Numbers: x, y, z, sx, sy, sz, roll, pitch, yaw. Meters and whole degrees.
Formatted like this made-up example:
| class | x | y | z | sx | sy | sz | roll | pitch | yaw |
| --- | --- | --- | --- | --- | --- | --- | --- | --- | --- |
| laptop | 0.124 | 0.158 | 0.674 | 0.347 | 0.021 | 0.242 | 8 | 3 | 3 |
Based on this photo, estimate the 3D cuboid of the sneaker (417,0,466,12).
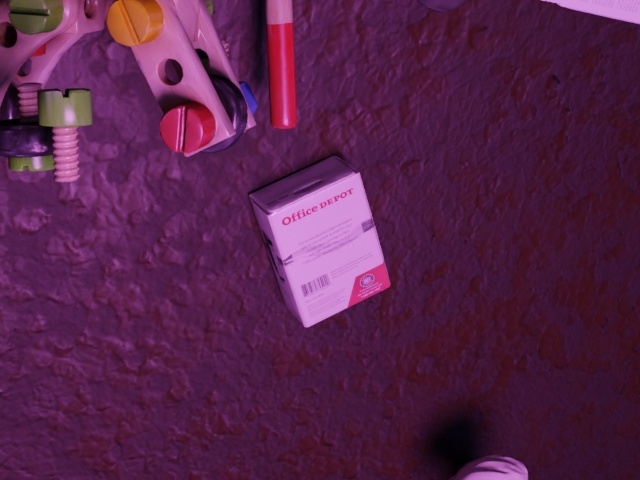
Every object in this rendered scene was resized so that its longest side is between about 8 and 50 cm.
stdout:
| class | x | y | z | sx | sy | sz | roll | pitch | yaw |
| --- | --- | --- | --- | --- | --- | --- | --- | --- | --- |
| sneaker | 0.149 | -0.334 | 1.047 | 0.109 | 0.130 | 0.286 | 6 | 111 | -30 |

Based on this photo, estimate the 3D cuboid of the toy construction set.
| class | x | y | z | sx | sy | sz | roll | pitch | yaw |
| --- | --- | --- | --- | --- | --- | --- | --- | --- | --- |
| toy construction set | -0.147 | -0.191 | 0.938 | 0.309 | 0.257 | 0.237 | -12 | 106 | -44 |

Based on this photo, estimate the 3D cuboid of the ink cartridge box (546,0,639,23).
| class | x | y | z | sx | sy | sz | roll | pitch | yaw |
| --- | --- | --- | --- | --- | --- | --- | --- | --- | --- |
| ink cartridge box | 0.280 | -0.316 | 1.172 | 0.232 | 0.066 | 0.189 | 8 | 109 | -17 |

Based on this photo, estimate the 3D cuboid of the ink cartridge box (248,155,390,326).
| class | x | y | z | sx | sy | sz | roll | pitch | yaw |
| --- | --- | --- | --- | --- | --- | --- | --- | --- | --- |
| ink cartridge box | 0.000 | 0.000 | 1.170 | 0.099 | 0.056 | 0.135 | -25 | 122 | -14 |

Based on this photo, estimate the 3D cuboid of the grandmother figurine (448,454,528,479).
| class | x | y | z | sx | sy | sz | roll | pitch | yaw |
| --- | --- | --- | --- | --- | --- | --- | --- | --- | --- |
| grandmother figurine | 0.194 | 0.343 | 1.337 | 0.104 | 0.208 | 0.342 | -15 | 139 | -3 |
